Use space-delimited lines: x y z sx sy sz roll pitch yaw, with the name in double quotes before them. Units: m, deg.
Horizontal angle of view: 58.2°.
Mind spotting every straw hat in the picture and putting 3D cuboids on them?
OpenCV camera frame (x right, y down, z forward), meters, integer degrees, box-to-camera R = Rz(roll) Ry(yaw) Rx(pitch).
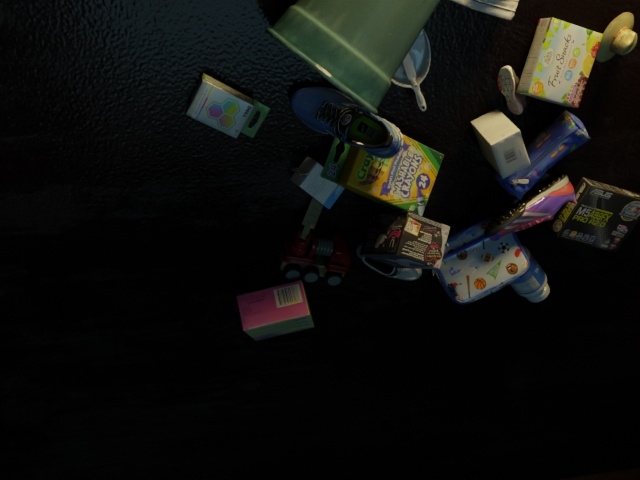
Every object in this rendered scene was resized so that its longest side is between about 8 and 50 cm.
"straw hat" 0.849 -0.557 1.612 0.144 0.061 0.145 -22 138 -20

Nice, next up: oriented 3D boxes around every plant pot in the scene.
"plant pot" 0.100 -0.535 1.371 0.341 0.341 0.334 30 107 -27

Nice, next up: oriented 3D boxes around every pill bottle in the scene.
"pill bottle" 0.729 0.123 2.050 0.124 0.124 0.221 -37 124 15

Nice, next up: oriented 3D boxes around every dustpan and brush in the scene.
"dustpan and brush" 0.253 -0.459 1.596 0.147 0.060 0.211 -23 125 6

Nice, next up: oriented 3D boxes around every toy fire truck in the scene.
"toy fire truck" 0.000 0.000 1.832 0.216 0.159 0.246 9 132 -16

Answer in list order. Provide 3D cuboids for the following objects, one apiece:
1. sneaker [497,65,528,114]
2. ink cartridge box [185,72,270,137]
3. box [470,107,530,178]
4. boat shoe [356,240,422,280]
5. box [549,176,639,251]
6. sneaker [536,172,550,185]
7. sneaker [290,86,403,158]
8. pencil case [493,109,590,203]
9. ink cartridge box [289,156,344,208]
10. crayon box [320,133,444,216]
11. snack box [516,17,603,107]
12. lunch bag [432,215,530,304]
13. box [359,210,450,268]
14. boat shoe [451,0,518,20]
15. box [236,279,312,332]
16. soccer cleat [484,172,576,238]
"sneaker" 0.567 -0.448 1.678 0.065 0.061 0.158 -41 127 -14
"ink cartridge box" -0.250 -0.354 1.574 0.209 0.062 0.109 23 116 -24
"box" 0.530 -0.288 1.699 0.091 0.171 0.130 -27 125 10
"boat shoe" 0.242 0.083 1.952 0.267 0.088 0.096 29 115 -26
"box" 0.966 -0.085 1.989 0.269 0.060 0.216 12 121 -19
"sneaker" 0.754 -0.156 1.901 0.053 0.061 0.152 -22 124 7
"sneaker" 0.067 -0.329 1.539 0.329 0.147 0.130 26 97 11
"pencil case" 0.680 -0.258 1.774 0.119 0.133 0.306 45 108 -3
"ink cartridge box" -0.014 -0.177 1.709 0.143 0.092 0.090 37 92 -30
"crayon box" 0.185 -0.218 1.685 0.322 0.083 0.203 21 88 -22
"snack box" 0.668 -0.495 1.613 0.174 0.070 0.207 11 103 -17
"lunch bag" 0.519 0.063 1.925 0.303 0.115 0.243 -26 84 6
"box" 0.256 0.005 1.780 0.163 0.247 0.142 19 82 -21
"boat shoe" 0.402 -0.645 1.488 0.258 0.095 0.084 5 120 -26
"box" -0.142 0.236 1.898 0.213 0.117 0.243 -14 161 -1
"soccer cleat" 0.671 -0.085 1.829 0.318 0.108 0.116 -36 102 -1
